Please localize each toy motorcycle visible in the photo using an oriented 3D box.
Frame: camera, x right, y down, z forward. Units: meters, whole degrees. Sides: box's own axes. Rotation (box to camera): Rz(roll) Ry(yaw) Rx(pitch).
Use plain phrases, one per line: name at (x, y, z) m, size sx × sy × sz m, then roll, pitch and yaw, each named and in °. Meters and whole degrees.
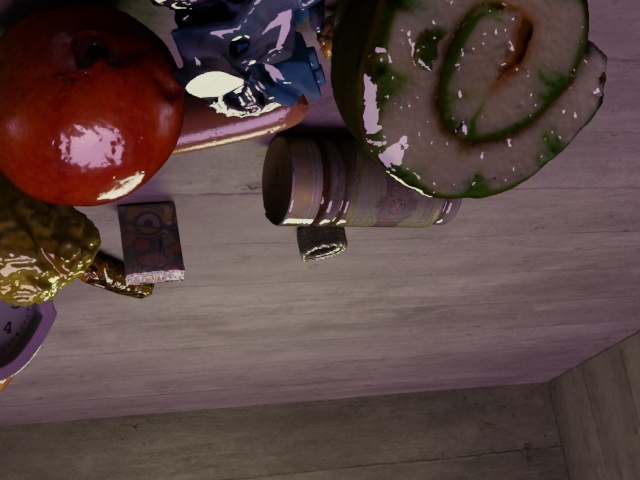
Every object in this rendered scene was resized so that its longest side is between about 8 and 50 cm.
toy motorcycle at (-0.072, -0.266, 1.330) m, size 0.232 × 0.172 × 0.416 m, roll -14°, pitch 157°, yaw 5°

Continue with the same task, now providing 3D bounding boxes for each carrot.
carrot at (-0.425, 0.075, 2.241) m, size 0.069 × 0.068 × 0.229 m, roll -17°, pitch 159°, yaw 21°

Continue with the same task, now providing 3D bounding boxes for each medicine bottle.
medicine bottle at (0.074, -0.098, 1.863) m, size 0.323 × 0.151 × 0.151 m, roll 0°, pitch 158°, yaw -24°

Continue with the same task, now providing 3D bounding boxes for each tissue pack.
tissue pack at (-0.309, 0.005, 1.982) m, size 0.109 × 0.148 × 0.060 m, roll -5°, pitch 152°, yaw -12°

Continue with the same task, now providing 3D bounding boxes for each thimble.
thimble at (0.000, 0.000, 2.219) m, size 0.110 × 0.062 × 0.084 m, roll -23°, pitch 157°, yaw 33°

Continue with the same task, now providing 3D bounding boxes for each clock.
clock at (-0.622, 0.082, 1.888) m, size 0.339 × 0.338 × 0.102 m, roll 5°, pitch -178°, yaw -33°

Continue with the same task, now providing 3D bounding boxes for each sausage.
sausage at (-0.161, -0.183, 1.636) m, size 0.289 × 0.086 × 0.086 m, roll -10°, pitch 160°, yaw 7°

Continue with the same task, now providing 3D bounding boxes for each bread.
bread at (0.201, -0.229, 1.353) m, size 0.382 × 0.129 × 0.366 m, roll -1°, pitch 122°, yaw -27°

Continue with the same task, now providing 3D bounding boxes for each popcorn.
popcorn at (-0.494, -0.020, 1.782) m, size 0.237 × 0.251 × 0.206 m, roll -37°, pitch -175°, yaw -29°

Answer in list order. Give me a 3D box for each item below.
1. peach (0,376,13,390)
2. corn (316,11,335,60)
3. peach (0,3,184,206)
peach at (-0.747, 0.238, 2.325) m, size 0.257 × 0.232 × 0.232 m, roll -9°, pitch 162°, yaw -27°
corn at (0.140, -0.290, 1.473) m, size 0.292 × 0.101 × 0.101 m, roll -5°, pitch 160°, yaw 1°
peach at (-0.307, -0.177, 1.384) m, size 0.281 × 0.238 × 0.280 m, roll 21°, pitch 139°, yaw 20°
